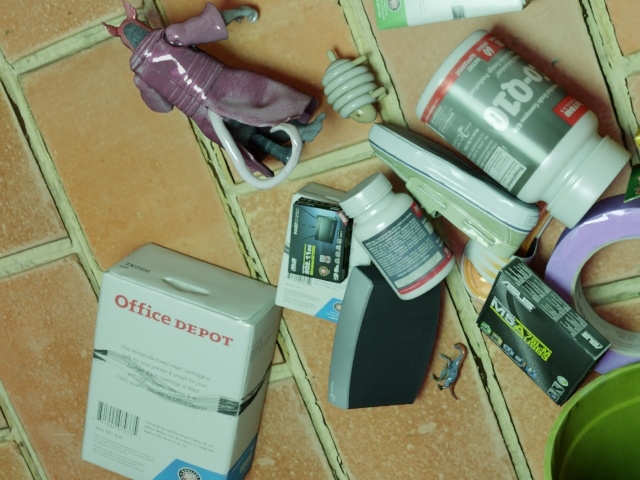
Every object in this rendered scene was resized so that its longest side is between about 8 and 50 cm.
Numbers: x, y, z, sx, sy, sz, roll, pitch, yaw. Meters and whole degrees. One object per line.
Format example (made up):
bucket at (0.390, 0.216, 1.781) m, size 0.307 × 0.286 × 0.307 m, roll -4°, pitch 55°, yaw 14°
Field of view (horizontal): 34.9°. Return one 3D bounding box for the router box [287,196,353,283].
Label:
router box at (0.000, 0.000, 1.610) m, size 0.092 × 0.038 × 0.122 m, roll 11°, pitch 111°, yaw 17°

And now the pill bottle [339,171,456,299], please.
pill bottle at (0.113, -0.010, 1.542) m, size 0.108 × 0.108 × 0.180 m, roll -32°, pitch 101°, yaw 27°

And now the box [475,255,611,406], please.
box at (0.330, 0.140, 1.536) m, size 0.190 × 0.045 × 0.184 m, roll 46°, pitch 158°, yaw 19°

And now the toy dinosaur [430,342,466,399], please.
toy dinosaur at (0.223, 0.212, 1.710) m, size 0.090 × 0.047 × 0.082 m, roll 35°, pitch 112°, yaw -31°

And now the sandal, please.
sandal at (0.291, -0.011, 1.572) m, size 0.102 × 0.076 × 0.265 m, roll 30°, pitch 116°, yaw 9°

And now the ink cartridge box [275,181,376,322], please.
ink cartridge box at (0.019, 0.023, 1.681) m, size 0.148 × 0.086 × 0.203 m, roll 17°, pitch 112°, yaw 14°

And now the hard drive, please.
hard drive at (0.109, 0.163, 1.664) m, size 0.172 × 0.054 × 0.254 m, roll 0°, pitch 115°, yaw -23°

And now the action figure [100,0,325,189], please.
action figure at (-0.192, -0.227, 1.585) m, size 0.370 × 0.275 × 0.248 m, roll 33°, pitch 123°, yaw -8°

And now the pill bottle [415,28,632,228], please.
pill bottle at (0.292, -0.158, 1.461) m, size 0.283 × 0.161 × 0.161 m, roll 40°, pitch 117°, yaw 10°

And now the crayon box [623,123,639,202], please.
crayon box at (0.540, -0.172, 1.351) m, size 0.319 × 0.202 × 0.081 m, roll -28°, pitch 96°, yaw 26°

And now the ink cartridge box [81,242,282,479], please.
ink cartridge box at (-0.247, 0.240, 1.813) m, size 0.286 × 0.166 × 0.394 m, roll 18°, pitch 115°, yaw 13°

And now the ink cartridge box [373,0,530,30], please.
ink cartridge box at (0.185, -0.400, 1.466) m, size 0.219 × 0.092 × 0.160 m, roll -3°, pitch 108°, yaw 21°

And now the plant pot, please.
plant pot at (0.527, 0.422, 1.472) m, size 0.367 × 0.366 × 0.353 m, roll 1°, pitch 136°, yaw 21°

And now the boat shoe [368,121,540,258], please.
boat shoe at (0.185, -0.079, 1.542) m, size 0.302 × 0.109 × 0.094 m, roll 35°, pitch 110°, yaw 25°

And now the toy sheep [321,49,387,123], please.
toy sheep at (0.047, -0.240, 1.583) m, size 0.091 × 0.091 × 0.132 m, roll -34°, pitch 80°, yaw 27°

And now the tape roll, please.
tape roll at (0.477, 0.070, 1.524) m, size 0.275 × 0.090 × 0.274 m, roll 6°, pitch 109°, yaw 19°
